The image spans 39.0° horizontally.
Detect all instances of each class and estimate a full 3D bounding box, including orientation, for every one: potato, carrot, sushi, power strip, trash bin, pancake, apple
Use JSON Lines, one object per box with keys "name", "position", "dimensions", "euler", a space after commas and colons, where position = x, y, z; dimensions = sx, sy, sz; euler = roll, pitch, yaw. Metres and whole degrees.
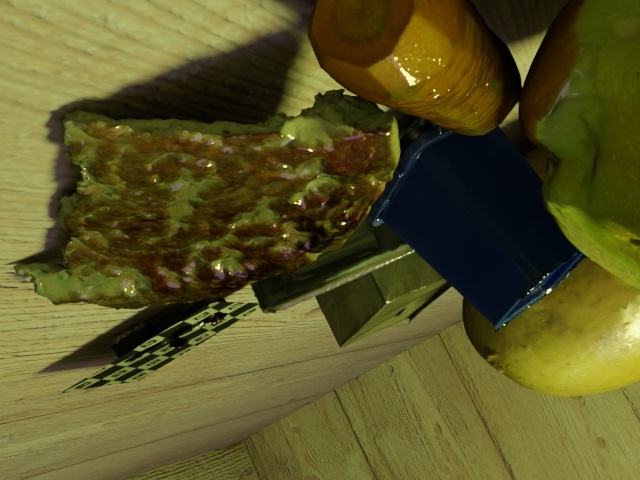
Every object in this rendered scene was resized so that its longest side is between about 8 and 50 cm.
{"name": "potato", "position": [0.361, 0.060, 1.394], "dimensions": [0.319, 0.386, 0.442], "euler": [-34, 163, 19]}
{"name": "carrot", "position": [0.090, -0.153, 0.745], "dimensions": [0.114, 0.114, 0.302], "euler": [-32, 167, 21]}
{"name": "sushi", "position": [-0.235, 0.140, 1.358], "dimensions": [0.279, 0.043, 0.192], "euler": [-31, 165, 19]}
{"name": "power strip", "position": [0.000, 0.000, 1.166], "dimensions": [0.213, 0.065, 0.198], "euler": [-22, -159, -7]}
{"name": "trash bin", "position": [0.185, -0.037, 1.037], "dimensions": [0.162, 0.234, 0.184], "euler": [-27, 159, -34]}
{"name": "pancake", "position": [-0.115, -0.025, 0.857], "dimensions": [0.304, 0.067, 0.427], "euler": [6, 153, -23]}
{"name": "apple", "position": [0.345, -0.100, 0.795], "dimensions": [0.374, 0.374, 0.384], "euler": [-39, 176, 41]}

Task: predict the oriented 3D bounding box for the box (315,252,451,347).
{"name": "box", "position": [0.095, 0.047, 1.383], "dimensions": [0.148, 0.156, 0.231], "euler": [-20, 166, -23]}
